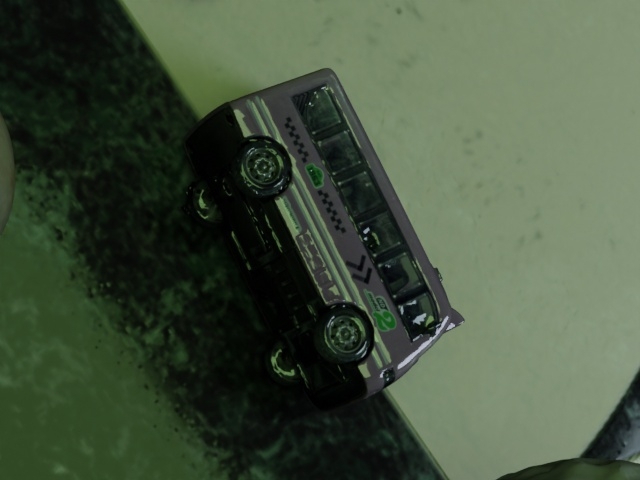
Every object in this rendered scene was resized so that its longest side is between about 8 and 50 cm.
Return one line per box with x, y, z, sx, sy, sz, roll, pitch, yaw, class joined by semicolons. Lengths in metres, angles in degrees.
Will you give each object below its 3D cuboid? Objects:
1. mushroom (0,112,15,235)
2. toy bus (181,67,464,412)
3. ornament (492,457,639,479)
-0.279;-0.026;1.095;0.207;0.207;0.215;22;107;-17;mushroom
0.000;0.000;1.237;0.108;0.096;0.199;-26;88;-28;toy bus
0.156;0.282;1.129;0.337;0.337;0.337;4;79;-21;ornament
